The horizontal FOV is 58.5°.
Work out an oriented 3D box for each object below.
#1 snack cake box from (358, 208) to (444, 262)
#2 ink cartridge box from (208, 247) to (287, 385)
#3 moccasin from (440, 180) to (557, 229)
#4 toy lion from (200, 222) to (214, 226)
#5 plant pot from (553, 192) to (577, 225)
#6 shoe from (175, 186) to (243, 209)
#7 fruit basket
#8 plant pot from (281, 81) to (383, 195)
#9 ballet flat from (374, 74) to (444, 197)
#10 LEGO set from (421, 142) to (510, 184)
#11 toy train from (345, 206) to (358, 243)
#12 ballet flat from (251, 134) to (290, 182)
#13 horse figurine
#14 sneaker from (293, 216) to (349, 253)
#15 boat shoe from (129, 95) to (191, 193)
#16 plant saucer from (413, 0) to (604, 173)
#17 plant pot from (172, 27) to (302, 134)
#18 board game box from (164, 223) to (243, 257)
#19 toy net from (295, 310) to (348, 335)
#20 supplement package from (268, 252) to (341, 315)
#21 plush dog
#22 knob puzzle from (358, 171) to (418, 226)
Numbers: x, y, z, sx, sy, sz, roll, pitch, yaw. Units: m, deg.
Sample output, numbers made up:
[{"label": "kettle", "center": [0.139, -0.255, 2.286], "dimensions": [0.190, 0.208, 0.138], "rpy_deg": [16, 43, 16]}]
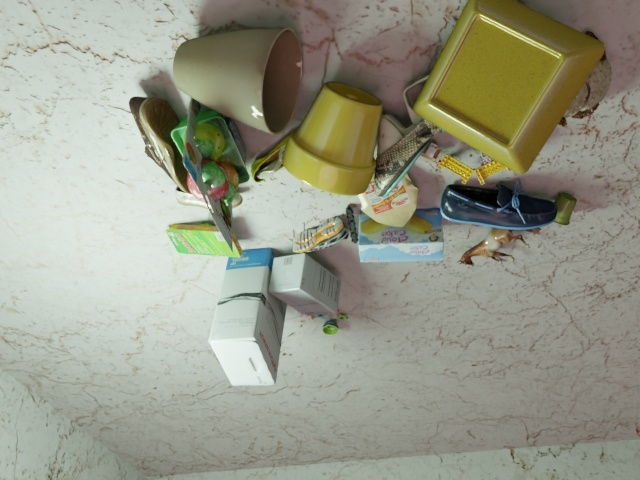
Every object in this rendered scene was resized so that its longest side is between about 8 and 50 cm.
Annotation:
[{"label": "snack cake box", "center": [0.257, -0.015, 1.834], "dimensions": [0.265, 0.152, 0.089], "rpy_deg": [-2, 136, 8]}, {"label": "ink cartridge box", "center": [-0.240, 0.267, 2.002], "dimensions": [0.167, 0.394, 0.285], "rpy_deg": [-5, 135, 10]}, {"label": "moccasin", "center": [0.538, -0.108, 1.721], "dimensions": [0.342, 0.137, 0.116], "rpy_deg": [1, 124, 7]}, {"label": "toy lion", "center": [-0.376, -0.019, 1.985], "dimensions": [0.096, 0.034, 0.100], "rpy_deg": [8, 137, 7]}, {"label": "plant pot", "center": [0.746, -0.102, 1.756], "dimensions": [0.084, 0.083, 0.079], "rpy_deg": [14, 124, -8]}, {"label": "shoe", "center": [-0.358, -0.142, 1.820], "dimensions": [0.219, 0.076, 0.058], "rpy_deg": [4, 141, 5]}, {"label": "fruit basket", "center": [-0.287, -0.193, 1.567], "dimensions": [0.166, 0.353, 0.327], "rpy_deg": [-19, 132, 2]}, {"label": "plant pot", "center": [0.048, -0.282, 1.527], "dimensions": [0.254, 0.254, 0.238], "rpy_deg": [15, 118, -10]}, {"label": "ballet flat", "center": [0.273, -0.324, 1.537], "dimensions": [0.182, 0.164, 0.483], "rpy_deg": [44, 121, -7]}, {"label": "LEGO set", "center": [0.440, -0.231, 1.658], "dimensions": [0.287, 0.107, 0.132], "rpy_deg": [-3, 101, 15]}, {"label": "toy train", "center": [0.104, -0.050, 1.897], "dimensions": [0.027, 0.036, 0.158], "rpy_deg": [-14, 133, 1]}, {"label": "ballet flat", "center": [-0.119, -0.239, 1.694], "dimensions": [0.231, 0.077, 0.077], "rpy_deg": [-29, 126, 30]}, {"label": "horse figurine", "center": [0.598, 0.008, 1.888], "dimensions": [0.175, 0.066, 0.263], "rpy_deg": [17, 137, -20]}, {"label": "sneaker", "center": [0.000, 0.000, 1.930], "dimensions": [0.215, 0.084, 0.083], "rpy_deg": [-23, 138, 28]}, {"label": "boat shoe", "center": [-0.455, -0.280, 1.679], "dimensions": [0.123, 0.123, 0.342], "rpy_deg": [19, 151, 30]}, {"label": "plant saucer", "center": [0.407, -0.368, 1.320], "dimensions": [0.333, 0.081, 0.332], "rpy_deg": [36, 118, 19]}, {"label": "plant pot", "center": [-0.217, -0.414, 1.430], "dimensions": [0.274, 0.256, 0.256], "rpy_deg": [13, 138, 15]}, {"label": "board game box", "center": [-0.404, 0.001, 1.969], "dimensions": [0.260, 0.039, 0.124], "rpy_deg": [1, 136, 20]}, {"label": "toy net", "center": [-0.010, 0.295, 2.258], "dimensions": [0.232, 0.045, 0.122], "rpy_deg": [29, 132, -22]}, {"label": "supplement package", "center": [-0.050, 0.160, 2.009], "dimensions": [0.139, 0.133, 0.244], "rpy_deg": [-9, 149, 32]}, {"label": "plush dog", "center": [0.619, -0.381, 1.417], "dimensions": [0.226, 0.210, 0.262], "rpy_deg": [-21, 138, -10]}, {"label": "knob puzzle", "center": [0.216, -0.130, 1.776], "dimensions": [0.213, 0.030, 0.213], "rpy_deg": [7, 116, 14]}]
